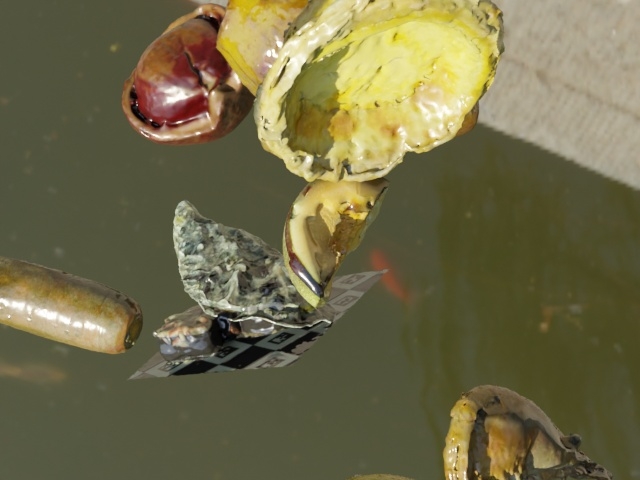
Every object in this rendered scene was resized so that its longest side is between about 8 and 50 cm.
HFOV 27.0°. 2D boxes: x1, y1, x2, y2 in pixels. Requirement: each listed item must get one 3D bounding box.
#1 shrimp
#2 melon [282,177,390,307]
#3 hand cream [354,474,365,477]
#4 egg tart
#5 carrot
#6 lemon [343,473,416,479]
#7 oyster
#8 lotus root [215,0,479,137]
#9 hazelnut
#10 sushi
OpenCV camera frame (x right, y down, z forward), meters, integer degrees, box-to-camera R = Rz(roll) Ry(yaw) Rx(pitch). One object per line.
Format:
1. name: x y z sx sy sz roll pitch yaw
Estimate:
1. shrimp: 0.173 0.203 1.152 0.066 0.117 0.262 9 161 43
2. melon: 0.000 0.000 1.404 0.079 0.160 0.128 27 150 5
3. hand cream: 0.019 0.438 1.733 0.091 0.058 0.271 22 93 4
4. egg tart: 0.038 -0.133 1.007 0.212 0.090 0.212 -20 152 -11
5. carrot: -0.331 0.041 1.259 0.342 0.070 0.070 13 131 10
6. lemon: 0.057 0.279 1.098 0.206 0.173 0.173 -2 133 37
7. oyster: -0.083 0.041 1.607 0.199 0.252 0.087 2 117 -4
8. lotus root: 0.026 -0.198 1.450 0.291 0.193 0.193 14 131 -16
9. hazelnut: -0.168 -0.223 1.800 0.170 0.160 0.202 34 113 19
10. sushi: -0.094 0.093 1.856 0.292 0.294 0.059 -8 109 30
